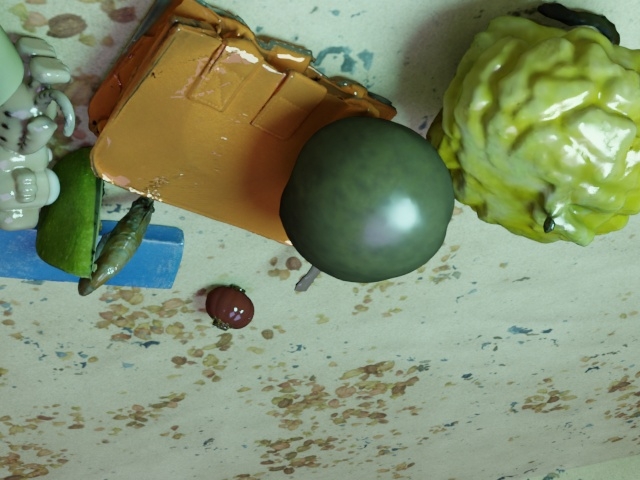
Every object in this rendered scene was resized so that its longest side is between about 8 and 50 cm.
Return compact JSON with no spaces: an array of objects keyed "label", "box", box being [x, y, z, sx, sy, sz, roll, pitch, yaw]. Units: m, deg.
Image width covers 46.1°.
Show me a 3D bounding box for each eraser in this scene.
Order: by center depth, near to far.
[{"label":"eraser","box":[-0.402,0.020,1.311,0.311,0.043,0.144,5,138,-20]}]

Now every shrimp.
[{"label":"shrimp","box":[-0.318,0.005,1.174,0.126,0.223,0.047,-33,114,33]}]

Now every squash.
[{"label":"squash","box":[-0.376,0.000,1.123,0.093,0.252,0.169,4,139,-16]}]

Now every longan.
[{"label":"longan","box":[0.056,-0.053,1.032,0.248,0.248,0.248,-7,142,-5]}]

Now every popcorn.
[{"label":"popcorn","box":[0.330,-0.175,1.054,0.349,0.382,0.349,29,158,13]}]

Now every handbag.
[{"label":"handbag","box":[-0.108,-0.160,1.106,0.410,0.116,0.303,20,129,-34]}]

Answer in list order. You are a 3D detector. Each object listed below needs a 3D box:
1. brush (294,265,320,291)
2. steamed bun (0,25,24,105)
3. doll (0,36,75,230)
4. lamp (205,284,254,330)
[{"label":"brush","box":[0.034,-0.021,1.298,0.084,0.071,0.301,14,121,-33]},{"label":"steamed bun","box":[-0.492,-0.232,0.887,0.250,0.155,0.200,-12,139,12]},{"label":"doll","box":[-0.410,-0.138,1.034,0.119,0.154,0.278,-9,148,-46]},{"label":"lamp","box":[-0.177,0.131,1.466,0.101,0.090,0.101,20,159,8]}]
